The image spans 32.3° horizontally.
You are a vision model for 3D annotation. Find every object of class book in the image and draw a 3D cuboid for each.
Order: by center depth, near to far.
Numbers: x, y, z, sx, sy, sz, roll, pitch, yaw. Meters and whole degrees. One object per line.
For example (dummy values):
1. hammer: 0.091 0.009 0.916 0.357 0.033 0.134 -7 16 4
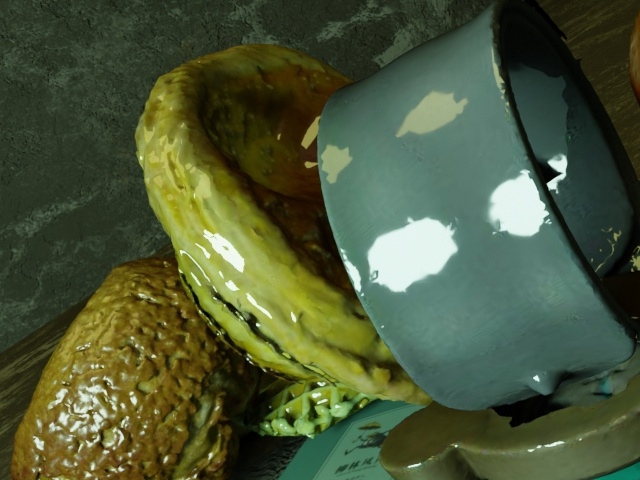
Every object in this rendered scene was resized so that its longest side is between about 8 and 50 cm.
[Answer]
1. book: 0.039 0.232 1.029 0.264 0.031 0.379 -21 15 35

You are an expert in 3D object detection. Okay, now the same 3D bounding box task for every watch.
1. watch: 0.151 -0.014 0.854 0.314 0.326 0.335 -24 15 27

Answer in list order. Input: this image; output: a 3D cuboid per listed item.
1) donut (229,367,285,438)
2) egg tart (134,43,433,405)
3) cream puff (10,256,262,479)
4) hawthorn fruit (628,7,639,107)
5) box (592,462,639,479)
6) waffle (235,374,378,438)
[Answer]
1. donut: -0.129 0.162 1.436 0.303 0.110 0.303 -33 20 13
2. egg tart: 0.000 0.000 1.104 0.178 0.443 0.443 -49 1 32
3. cream puff: -0.174 0.166 1.150 0.303 0.212 0.303 23 -90 -83
4. hawthorn fruit: 0.479 -0.184 1.169 0.275 0.275 0.299 -28 26 9
5. box: 0.272 0.127 0.889 0.226 0.042 0.161 -27 12 14
6. waffle: 0.013 0.155 1.219 0.208 0.054 0.214 -37 11 -21
